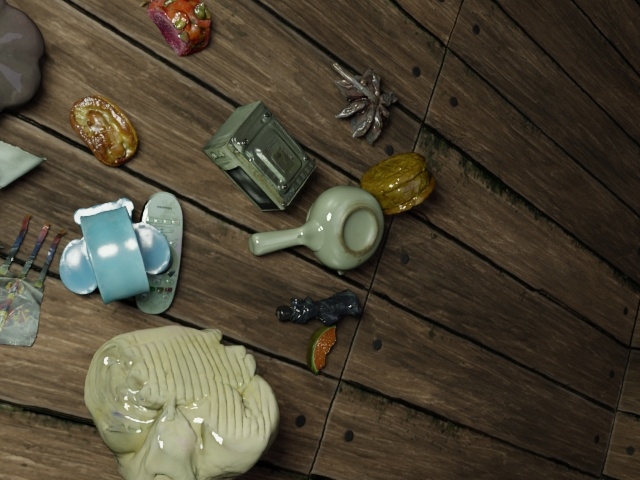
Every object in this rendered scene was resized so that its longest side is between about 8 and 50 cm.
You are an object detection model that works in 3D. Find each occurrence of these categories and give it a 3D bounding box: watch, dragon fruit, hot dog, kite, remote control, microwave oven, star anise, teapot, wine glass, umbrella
[{"bbox_3d":[-0.388,0.017,1.196,0.211,0.193,0.211,0,90,-18],"label":"watch"},{"bbox_3d":[-0.288,-0.465,1.338,0.102,0.096,0.147,-43,112,-24],"label":"dragon fruit"},{"bbox_3d":[-0.426,-0.217,1.262,0.099,0.065,0.147,-38,114,-19],"label":"hot dog"},{"bbox_3d":[-0.563,0.075,1.196,0.141,0.015,0.245,28,78,-34],"label":"kite"},{"bbox_3d":[-0.341,0.026,1.339,0.097,0.045,0.256,8,89,-26],"label":"remote control"},{"bbox_3d":[-0.131,-0.187,1.436,0.205,0.129,0.163,46,67,-28],"label":"microwave oven"},{"bbox_3d":[0.113,-0.359,1.634,0.231,0.089,0.209,16,74,-47],"label":"star anise"},{"bbox_3d":[0.004,-0.038,1.522,0.318,0.149,0.220,15,90,-37],"label":"teapot"},{"bbox_3d":[-0.575,-0.084,1.128,0.122,0.122,0.183,23,81,-34],"label":"wine glass"},{"bbox_3d":[-0.006,0.175,1.575,0.224,0.080,0.071,-4,128,-33],"label":"umbrella"}]

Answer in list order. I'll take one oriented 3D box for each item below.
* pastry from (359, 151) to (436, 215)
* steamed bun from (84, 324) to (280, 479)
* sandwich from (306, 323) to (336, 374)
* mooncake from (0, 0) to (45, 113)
[{"bbox_3d":[0.199,-0.148,1.650,0.189,0.188,0.103,-43,117,-27],"label":"pastry"},{"bbox_3d":[-0.271,0.349,1.253,0.352,0.339,0.247,3,126,-40],"label":"steamed bun"},{"bbox_3d":[-0.002,0.265,1.597,0.067,0.029,0.135,36,70,-37],"label":"sandwich"},{"bbox_3d":[-0.603,-0.324,1.096,0.245,0.133,0.245,-7,101,-40],"label":"mooncake"}]
